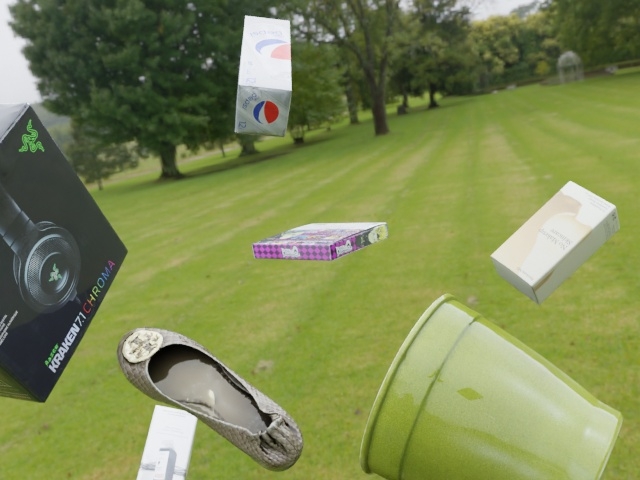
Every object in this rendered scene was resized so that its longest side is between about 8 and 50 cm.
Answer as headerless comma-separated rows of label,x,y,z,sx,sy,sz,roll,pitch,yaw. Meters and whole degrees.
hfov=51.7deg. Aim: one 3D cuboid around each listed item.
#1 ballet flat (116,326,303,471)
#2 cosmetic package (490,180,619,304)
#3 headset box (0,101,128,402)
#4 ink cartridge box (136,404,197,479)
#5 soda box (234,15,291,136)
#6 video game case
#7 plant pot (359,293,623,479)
ballet flat,-0.124,0.163,0.721,0.250,0.058,0.084,31,61,20
cosmetic package,0.233,0.002,0.658,0.115,0.041,0.060,-43,47,-5
headset box,-0.387,0.009,0.775,0.131,0.283,0.246,2,49,19
ink cartridge box,-0.309,0.461,1.302,0.092,0.158,0.217,13,53,-5
soda box,-0.103,-0.308,1.214,0.091,0.098,0.286,5,40,-7
video game case,0.000,0.000,1.489,0.232,0.041,0.210,0,13,41
plant pot,0.314,0.334,1.169,0.353,0.366,0.366,25,30,25
